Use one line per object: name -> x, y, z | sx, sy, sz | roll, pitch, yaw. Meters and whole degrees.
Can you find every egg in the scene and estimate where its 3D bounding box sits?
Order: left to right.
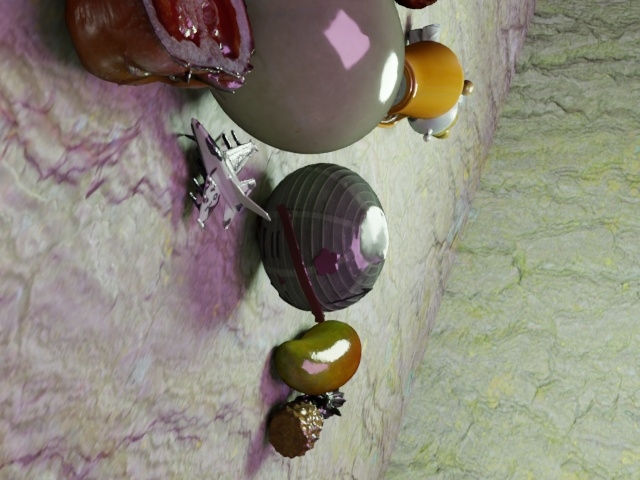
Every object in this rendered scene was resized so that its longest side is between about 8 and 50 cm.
egg -> -0.029, -0.270, 1.170 | 0.336, 0.278, 0.278 | 58, 48, -65

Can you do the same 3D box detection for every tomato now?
tomato -> -0.185, -0.232, 0.931 | 0.214, 0.155, 0.180 | -2, 81, -63

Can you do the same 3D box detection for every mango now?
mango -> 0.002, 0.251, 1.831 | 0.289, 0.129, 0.146 | -21, 119, -59

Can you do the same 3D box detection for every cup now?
cup -> 0.187, -0.341, 1.958 | 0.226, 0.182, 0.264 | -51, 165, 27

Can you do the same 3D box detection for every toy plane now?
toy plane -> -0.151, -0.104, 1.257 | 0.160, 0.082, 0.234 | -58, 141, -21

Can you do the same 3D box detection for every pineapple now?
pineapple -> -0.024, 0.372, 1.854 | 0.237, 0.119, 0.111 | -25, 113, -63

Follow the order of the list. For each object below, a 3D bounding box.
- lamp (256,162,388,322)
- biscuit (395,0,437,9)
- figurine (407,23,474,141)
lamp -> 0.000, 0.000, 1.514 | 0.233, 0.233, 0.265 | -42, 119, -60
biscuit -> 0.245, -0.722, 1.951 | 0.407, 0.091, 0.407 | 13, 90, -71
figurine -> 0.275, -0.385, 2.113 | 0.133, 0.194, 0.274 | -13, 117, -52
